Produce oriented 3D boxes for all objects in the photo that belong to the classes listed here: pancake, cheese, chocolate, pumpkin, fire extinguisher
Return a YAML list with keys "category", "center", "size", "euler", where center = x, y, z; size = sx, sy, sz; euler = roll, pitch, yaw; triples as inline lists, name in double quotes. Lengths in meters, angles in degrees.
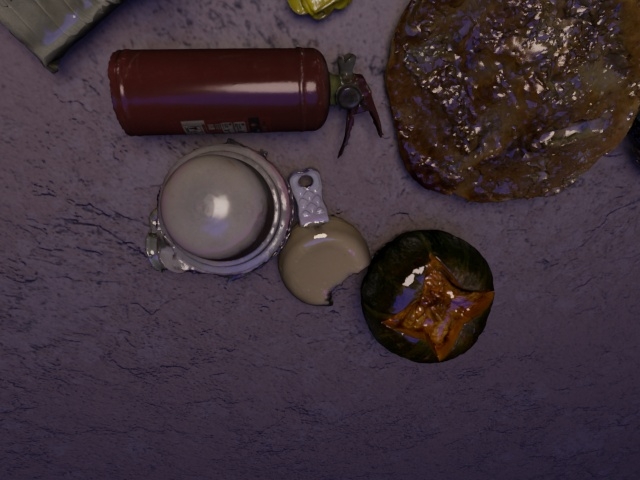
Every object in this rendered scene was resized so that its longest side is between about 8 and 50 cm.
- category: "pancake"
  center: [0.254, -0.201, 0.581]
  size: [0.357, 0.065, 0.355]
  euler: [6, 126, 9]
- category: "cheese"
  center: [-0.020, 0.003, 0.726]
  size: [0.164, 0.070, 0.248]
  euler: [-29, 125, 13]
- category: "chocolate"
  center: [-0.146, -0.041, 0.585]
  size: [0.222, 0.147, 0.220]
  euler: [0, 92, 5]
- category: "pumpkin"
  center: [0.182, 0.095, 0.765]
  size: [0.238, 0.159, 0.237]
  euler: [-1, 101, -5]
- category: "fire extinguisher"
  center: [-0.079, -0.174, 0.569]
  size: [0.338, 0.106, 0.147]
  euler: [-2, 132, -5]

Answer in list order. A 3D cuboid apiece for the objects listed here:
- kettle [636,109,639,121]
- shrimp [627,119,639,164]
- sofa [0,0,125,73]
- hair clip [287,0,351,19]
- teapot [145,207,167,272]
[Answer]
- category: "kettle"
  center: [0.572, -0.224, 0.506]
  size: [0.320, 0.247, 0.342]
  euler: [40, 129, 11]
- category: "shrimp"
  center: [0.552, -0.146, 0.689]
  size: [0.233, 0.079, 0.090]
  euler: [26, 115, -18]
- category: "sofa"
  center: [-0.276, -0.296, 0.408]
  size: [0.226, 0.175, 0.210]
  euler: [-29, 125, 14]
- category: "hair clip"
  center: [0.038, -0.321, 0.508]
  size: [0.173, 0.046, 0.072]
  euler: [-25, 122, 10]
- category: "teapot"
  center: [-0.176, -0.017, 0.691]
  size: [0.201, 0.077, 0.107]
  euler: [-13, 107, 2]
